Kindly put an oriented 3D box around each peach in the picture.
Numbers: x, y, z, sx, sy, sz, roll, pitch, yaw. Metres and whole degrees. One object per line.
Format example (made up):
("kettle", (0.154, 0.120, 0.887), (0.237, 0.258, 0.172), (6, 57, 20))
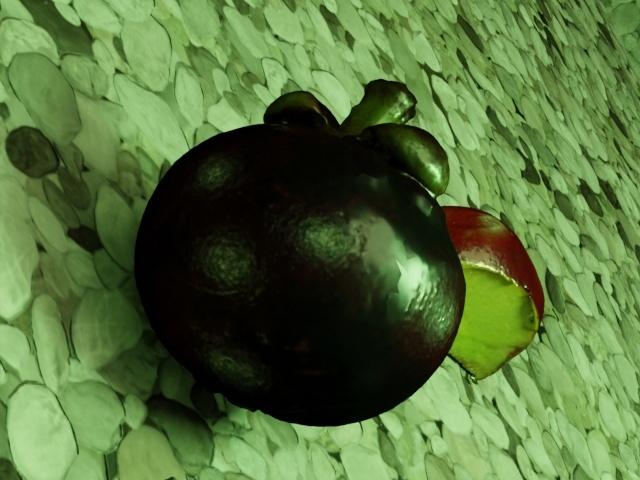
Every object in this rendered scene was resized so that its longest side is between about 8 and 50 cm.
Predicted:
("peach", (0.172, 0.034, 1.764), (0.267, 0.159, 0.154), (39, 26, -36))

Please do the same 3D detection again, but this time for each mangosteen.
("mangosteen", (-0.005, 0.018, 1.252), (0.297, 0.293, 0.297), (46, 15, -17))

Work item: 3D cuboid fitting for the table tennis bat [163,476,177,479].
("table tennis bat", (-0.056, 0.290, 1.181), (0.246, 0.022, 0.138), (52, 25, -20))
